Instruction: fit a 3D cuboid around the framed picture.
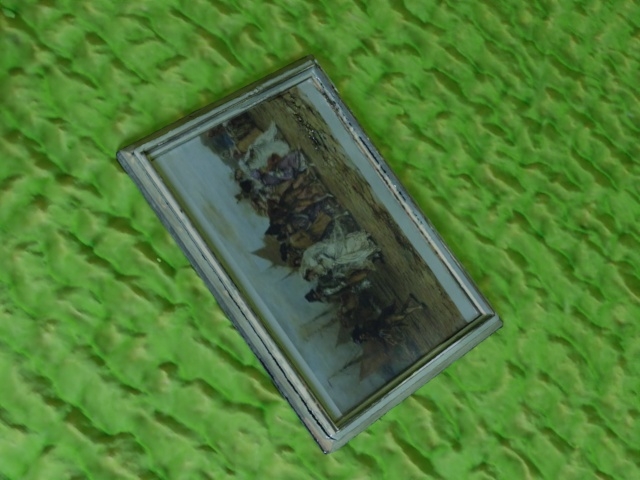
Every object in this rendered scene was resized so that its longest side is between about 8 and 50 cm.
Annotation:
[{"bbox_3d":[0.000,0.000,1.170,0.217,0.017,0.274,-34,85,-37],"label":"framed picture"}]
